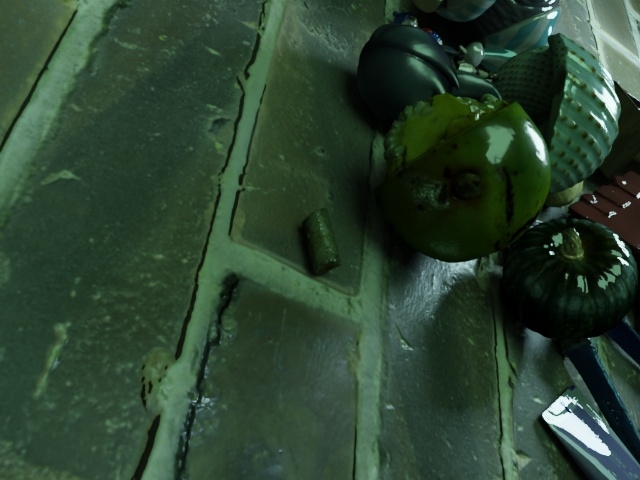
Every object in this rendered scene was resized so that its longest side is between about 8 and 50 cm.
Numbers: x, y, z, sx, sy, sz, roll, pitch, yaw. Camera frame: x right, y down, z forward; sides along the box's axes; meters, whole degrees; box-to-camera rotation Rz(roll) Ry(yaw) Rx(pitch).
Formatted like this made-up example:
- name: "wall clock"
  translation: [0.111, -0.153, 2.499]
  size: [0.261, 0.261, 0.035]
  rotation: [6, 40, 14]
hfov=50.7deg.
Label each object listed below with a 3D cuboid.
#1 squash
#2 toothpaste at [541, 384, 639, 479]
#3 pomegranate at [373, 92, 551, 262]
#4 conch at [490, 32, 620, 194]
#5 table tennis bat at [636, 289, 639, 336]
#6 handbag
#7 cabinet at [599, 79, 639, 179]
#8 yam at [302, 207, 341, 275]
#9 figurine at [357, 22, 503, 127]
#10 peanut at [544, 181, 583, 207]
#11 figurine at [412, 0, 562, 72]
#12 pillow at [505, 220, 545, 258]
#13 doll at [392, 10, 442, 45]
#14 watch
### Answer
- name: "squash"
  translation: [0.401, 0.061, 1.097]
  size: [0.218, 0.172, 0.218]
  rotation: [1, 68, -1]
- name: "toothpaste"
  translation: [0.485, 0.396, 1.031]
  size: [0.125, 0.080, 0.371]
  rotation: [-22, 72, -44]
- name: "pomegranate"
  translation: [0.221, -0.098, 1.041]
  size: [0.260, 0.260, 0.341]
  rotation: [58, 20, 9]
- name: "conch"
  translation: [0.421, -0.203, 1.225]
  size: [0.215, 0.303, 0.319]
  rotation: [10, 86, -11]
- name: "table tennis bat"
  translation: [0.696, 0.119, 1.336]
  size: [0.107, 0.119, 0.170]
  rotation: [50, 48, -25]
- name: "handbag"
  translation: [0.652, -0.016, 1.337]
  size: [0.260, 0.084, 0.275]
  rotation: [-28, 54, -34]
- name: "cabinet"
  translation: [0.717, -0.226, 1.538]
  size: [0.175, 0.148, 0.215]
  rotation: [21, 37, -26]
- name: "yam"
  translation: [0.000, 0.000, 0.931]
  size: [0.043, 0.043, 0.094]
  rotation: [4, 60, -37]
- name: "figurine"
  translation: [0.189, -0.270, 1.175]
  size: [0.265, 0.175, 0.197]
  rotation: [21, 55, -16]
- name: "peanut"
  translation: [0.489, -0.151, 1.384]
  size: [0.099, 0.090, 0.214]
  rotation: [21, 51, -10]
- name: "figurine"
  translation: [0.403, -0.463, 1.397]
  size: [0.377, 0.266, 0.361]
  rotation: [47, 42, -4]
- name: "pillow"
  translation: [0.384, 0.001, 1.229]
  size: [0.150, 0.048, 0.090]
  rotation: [10, 57, -35]
- name: "doll"
  translation: [0.197, -0.409, 1.354]
  size: [0.143, 0.057, 0.099]
  rotation: [45, 43, 3]
- name: "watch"
  translation: [0.514, 0.255, 1.160]
  size: [0.274, 0.068, 0.276]
  rotation: [46, 44, -10]
